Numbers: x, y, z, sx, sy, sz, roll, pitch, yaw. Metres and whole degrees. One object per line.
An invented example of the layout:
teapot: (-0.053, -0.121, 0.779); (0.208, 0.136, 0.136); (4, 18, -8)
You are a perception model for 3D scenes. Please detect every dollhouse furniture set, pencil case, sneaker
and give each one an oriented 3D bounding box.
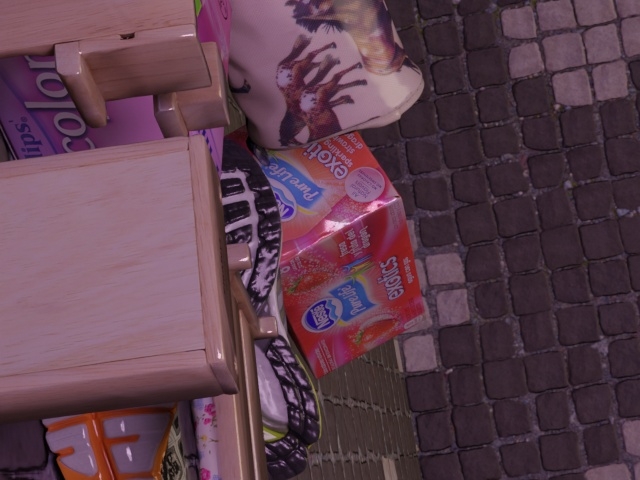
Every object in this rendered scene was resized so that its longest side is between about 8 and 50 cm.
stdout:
dollhouse furniture set: (-0.114, 0.064, 0.718); (0.355, 0.174, 0.303); (77, 5, -67)
pencil case: (-0.075, -0.266, 1.087); (0.183, 0.160, 0.410); (6, -50, 55)
sneaker: (-0.120, 0.129, 0.827); (0.083, 0.084, 0.214); (61, 26, -84)
sneaker: (-0.080, 0.059, 1.162); (0.121, 0.111, 0.299); (139, -59, -78)

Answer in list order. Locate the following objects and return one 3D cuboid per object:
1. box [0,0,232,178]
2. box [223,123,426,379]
box: (-0.145, -0.169, 0.887); (0.243, 0.117, 0.213); (-90, 166, -51)
box: (0.000, 0.000, 1.362); (0.154, 0.142, 0.300); (59, -5, 26)
